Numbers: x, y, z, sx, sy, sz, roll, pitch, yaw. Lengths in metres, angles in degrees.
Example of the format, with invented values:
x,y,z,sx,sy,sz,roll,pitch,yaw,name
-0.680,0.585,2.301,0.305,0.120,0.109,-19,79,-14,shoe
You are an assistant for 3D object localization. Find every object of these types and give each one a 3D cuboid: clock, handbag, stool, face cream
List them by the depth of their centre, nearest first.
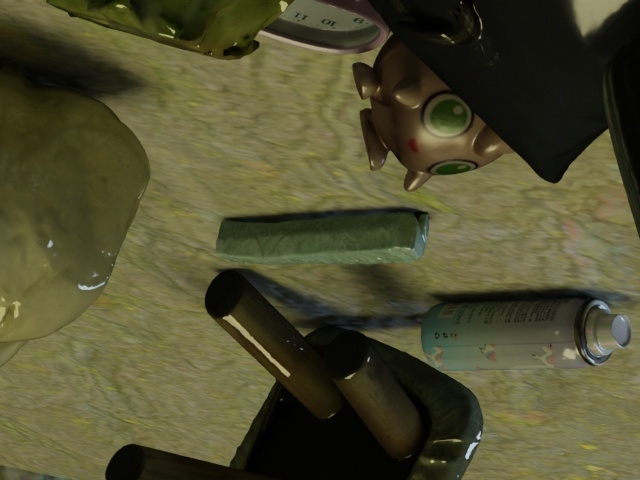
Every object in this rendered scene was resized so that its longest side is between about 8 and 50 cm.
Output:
x,y,z,sx,sy,sz,roll,pitch,yaw,name
0.118,-0.149,1.195,0.211,0.088,0.254,46,158,2,handbag
-0.023,-0.175,1.359,0.152,0.050,0.110,17,162,-16,clock
0.214,0.097,1.994,0.229,0.075,0.075,-4,156,42,face cream
-0.033,0.221,2.096,0.310,0.310,0.226,22,170,48,stool

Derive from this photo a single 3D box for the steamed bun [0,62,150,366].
x,y,z,sx,sy,sz,roll,pitch,yaw,name
-0.324,-0.030,1.638,0.289,0.276,0.203,11,162,41,steamed bun

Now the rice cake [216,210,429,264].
x,y,z,sx,sy,sz,roll,pitch,yaw,name
0.000,0.000,1.883,0.245,0.045,0.042,-2,157,37,rice cake

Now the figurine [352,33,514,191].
x,y,z,sx,sy,sz,roll,pitch,yaw,name
0.094,-0.102,1.395,0.138,0.125,0.125,-6,161,1,figurine

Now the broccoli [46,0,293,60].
x,y,z,sx,sy,sz,roll,pitch,yaw,name
-0.038,-0.225,0.859,0.321,0.283,0.303,21,-178,38,broccoli

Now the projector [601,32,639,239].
x,y,z,sx,sy,sz,roll,pitch,yaw,name
0.422,-0.021,1.046,0.395,0.242,0.405,-31,141,26,projector
